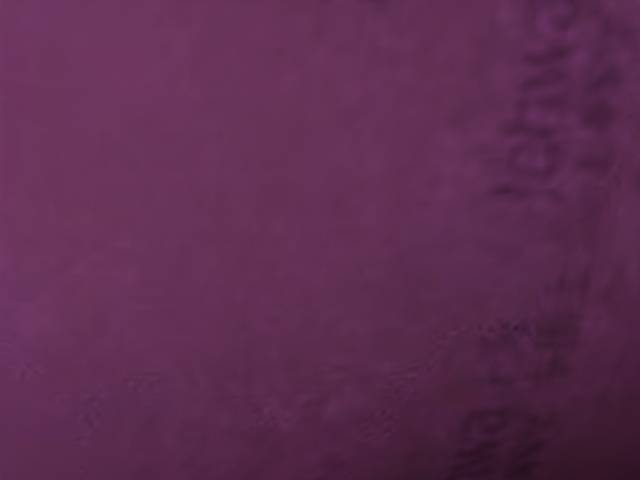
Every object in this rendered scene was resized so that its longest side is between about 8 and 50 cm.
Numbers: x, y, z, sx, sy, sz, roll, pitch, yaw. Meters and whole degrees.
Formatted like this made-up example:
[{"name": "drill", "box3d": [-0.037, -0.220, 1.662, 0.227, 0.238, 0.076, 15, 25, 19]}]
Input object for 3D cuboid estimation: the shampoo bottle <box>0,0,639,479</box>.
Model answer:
[{"name": "shampoo bottle", "box3d": [-0.023, -0.067, 0.462, 0.322, 0.317, 0.322, -176, 90, -88]}]
